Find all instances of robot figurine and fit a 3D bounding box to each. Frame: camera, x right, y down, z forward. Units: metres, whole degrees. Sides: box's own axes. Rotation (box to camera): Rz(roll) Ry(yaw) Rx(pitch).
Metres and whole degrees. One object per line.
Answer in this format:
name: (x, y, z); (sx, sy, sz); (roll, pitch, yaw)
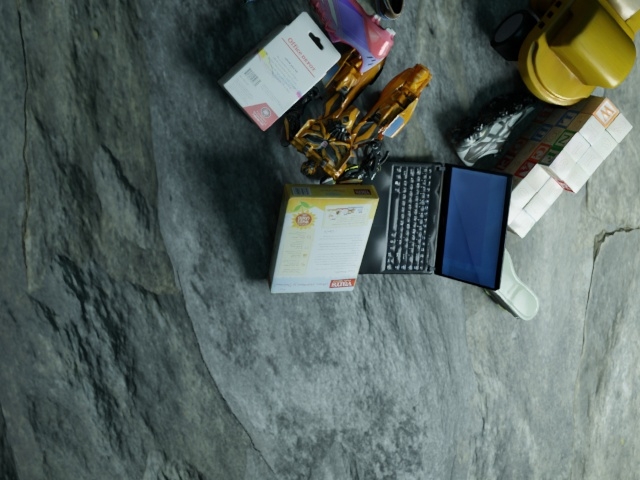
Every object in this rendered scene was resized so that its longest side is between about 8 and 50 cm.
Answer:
robot figurine: (0.060, -0.236, 1.552); (0.211, 0.085, 0.291); (39, 87, 3)

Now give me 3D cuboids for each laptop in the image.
laptop: (0.214, -0.029, 1.638); (0.264, 0.136, 0.235); (1, 103, -12)

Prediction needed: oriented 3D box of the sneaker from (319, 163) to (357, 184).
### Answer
sneaker: (0.039, -0.119, 1.629); (0.083, 0.031, 0.035); (-23, 110, -10)

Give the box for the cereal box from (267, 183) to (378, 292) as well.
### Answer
cereal box: (0.000, 0.000, 1.587); (0.172, 0.047, 0.240); (0, 132, -17)

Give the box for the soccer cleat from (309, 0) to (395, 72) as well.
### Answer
soccer cleat: (0.024, -0.409, 1.491); (0.248, 0.083, 0.095); (44, 104, 3)

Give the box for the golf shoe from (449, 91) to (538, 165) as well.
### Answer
golf shoe: (0.351, -0.224, 1.684); (0.198, 0.077, 0.094); (-30, 127, -6)

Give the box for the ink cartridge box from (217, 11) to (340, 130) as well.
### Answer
ink cartridge box: (-0.074, -0.309, 1.526); (0.198, 0.067, 0.115); (-42, 112, -1)

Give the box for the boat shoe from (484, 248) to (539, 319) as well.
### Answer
boat shoe: (0.369, 0.077, 1.759); (0.081, 0.068, 0.228); (-45, 112, -15)

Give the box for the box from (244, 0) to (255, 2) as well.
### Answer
box: (-0.101, -0.465, 1.503); (0.083, 0.018, 0.067); (-13, 108, -13)

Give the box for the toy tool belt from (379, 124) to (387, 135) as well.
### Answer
toy tool belt: (0.123, -0.241, 1.619); (0.051, 0.052, 0.083); (43, 85, 14)

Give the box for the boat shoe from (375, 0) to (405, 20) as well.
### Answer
boat shoe: (0.131, -0.498, 1.539); (0.066, 0.066, 0.183); (-14, 108, -13)

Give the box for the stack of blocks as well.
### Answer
stack of blocks: (0.449, -0.152, 1.670); (0.087, 0.171, 0.297); (41, 91, -22)

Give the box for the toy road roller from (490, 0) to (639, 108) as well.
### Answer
toy road roller: (0.510, -0.405, 1.585); (0.202, 0.240, 0.330); (39, 91, -22)
